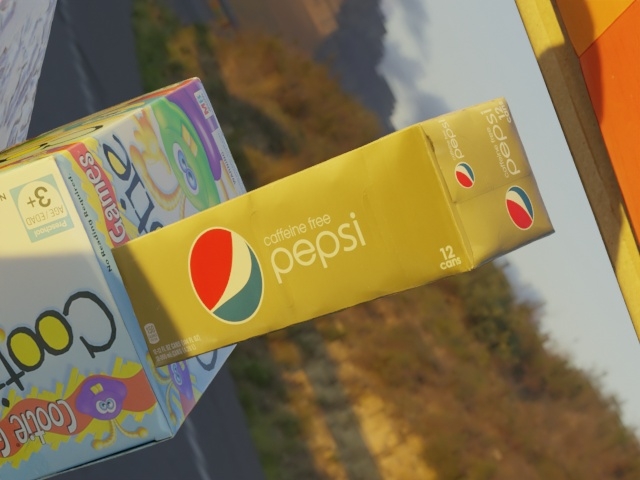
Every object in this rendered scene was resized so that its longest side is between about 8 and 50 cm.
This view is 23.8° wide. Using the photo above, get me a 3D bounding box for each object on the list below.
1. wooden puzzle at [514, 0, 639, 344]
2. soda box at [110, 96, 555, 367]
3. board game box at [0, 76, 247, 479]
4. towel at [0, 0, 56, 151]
[{"bbox_3d":[0.114,-0.083,0.334,0.221,0.044,0.238,-48,-128,46],"label":"wooden puzzle"},{"bbox_3d":[0.000,0.000,0.617,0.061,0.181,0.058,-21,90,-48],"label":"soda box"},{"bbox_3d":[-0.134,0.016,0.821,0.275,0.144,0.142,-59,128,-74],"label":"board game box"},{"bbox_3d":[-0.284,-0.050,1.128,0.332,0.053,0.317,-71,180,-62],"label":"towel"}]
